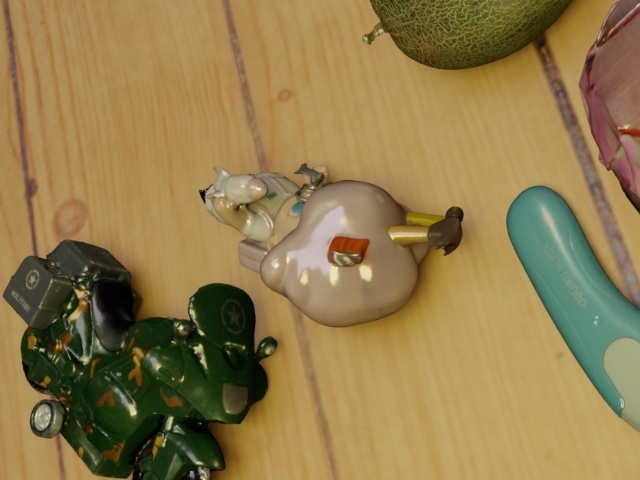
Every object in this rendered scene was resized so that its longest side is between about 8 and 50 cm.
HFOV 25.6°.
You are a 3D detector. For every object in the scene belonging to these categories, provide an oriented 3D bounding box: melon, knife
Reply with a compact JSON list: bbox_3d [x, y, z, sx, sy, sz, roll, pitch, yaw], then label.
[{"bbox_3d":[0.111,-0.199,1.034,0.192,0.139,0.139,-32,55,15],"label":"melon"},{"bbox_3d":[0.187,0.045,0.943,0.064,0.031,0.222,-42,49,16],"label":"knife"}]

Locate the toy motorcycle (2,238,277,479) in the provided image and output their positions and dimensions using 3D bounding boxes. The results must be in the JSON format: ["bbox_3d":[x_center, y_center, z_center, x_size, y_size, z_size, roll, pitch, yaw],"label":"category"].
[{"bbox_3d":[-0.144,0.087,1.093,0.275,0.125,0.187,38,102,39],"label":"toy motorcycle"}]

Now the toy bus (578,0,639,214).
[{"bbox_3d":[0.301,-0.133,0.877,0.303,0.147,0.127,-38,47,13],"label":"toy bus"}]

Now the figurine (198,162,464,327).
[{"bbox_3d":[0.000,0.000,1.038,0.229,0.137,0.112,25,116,42],"label":"figurine"}]
